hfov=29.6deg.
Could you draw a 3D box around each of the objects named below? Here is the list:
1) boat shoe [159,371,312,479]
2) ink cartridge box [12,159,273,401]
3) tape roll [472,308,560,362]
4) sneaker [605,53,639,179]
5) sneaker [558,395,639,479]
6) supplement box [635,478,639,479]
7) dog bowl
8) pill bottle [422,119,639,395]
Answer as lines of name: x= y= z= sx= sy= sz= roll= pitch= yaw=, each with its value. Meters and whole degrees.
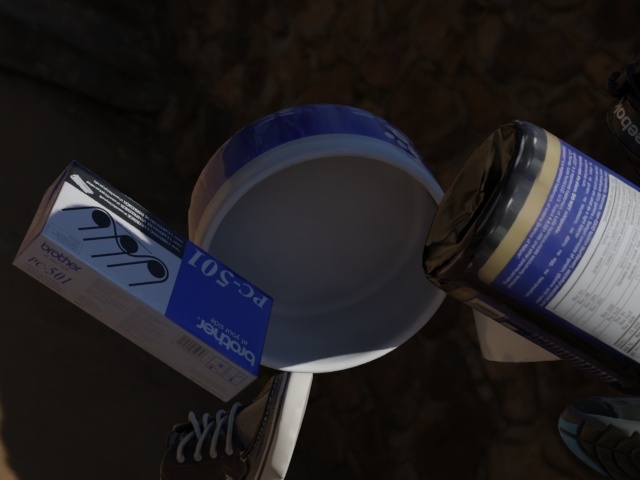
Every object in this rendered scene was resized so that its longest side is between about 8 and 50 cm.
boat shoe: x=-0.120 y=0.265 z=1.572 sx=0.158 sy=0.340 sz=0.127 roll=19 pitch=44 yaw=-2
ink cartridge box: x=-0.135 y=0.034 z=0.970 sx=0.207 sy=0.046 sz=0.097 roll=36 pitch=34 yaw=-21
tape roll: x=0.270 y=0.028 z=1.053 sx=0.286 sy=0.286 sz=0.100 roll=-11 pitch=89 yaw=-66
sneaker: x=0.266 y=-0.112 z=0.827 sx=0.098 sy=0.135 sz=0.276 roll=63 pitch=-4 yaw=23
sneaker: x=0.446 y=0.211 z=1.381 sx=0.340 sy=0.125 sz=0.140 roll=5 pitch=54 yaw=15
supplement box: x=0.305 y=0.257 z=0.804 sx=0.220 sy=0.111 sz=0.114 roll=60 pitch=18 yaw=-11
dog bowl: x=0.000 y=0.000 z=1.222 sx=0.265 sy=0.265 sz=0.104 roll=25 pitch=24 yaw=-25
pill bottle: x=0.186 y=0.025 z=0.787 sx=0.219 sy=0.123 sz=0.123 roll=30 pitch=18 yaw=-10
